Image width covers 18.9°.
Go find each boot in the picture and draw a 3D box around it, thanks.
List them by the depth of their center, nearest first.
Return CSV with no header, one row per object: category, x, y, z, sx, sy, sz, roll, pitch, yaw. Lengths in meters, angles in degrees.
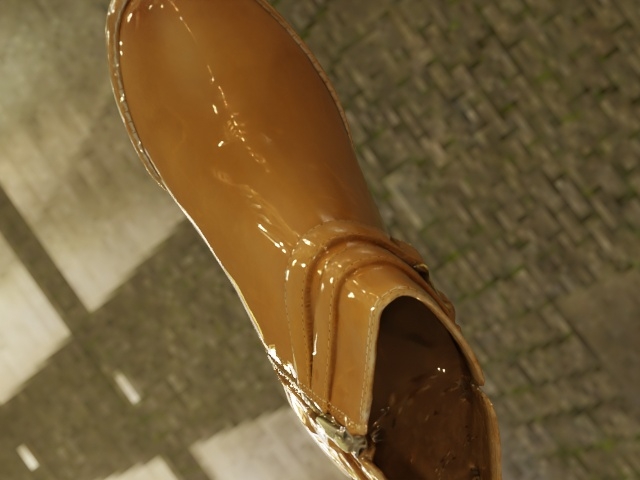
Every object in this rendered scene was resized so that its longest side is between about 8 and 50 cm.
boot,0.000,0.000,0.626,0.197,0.073,0.152,60,177,-17
